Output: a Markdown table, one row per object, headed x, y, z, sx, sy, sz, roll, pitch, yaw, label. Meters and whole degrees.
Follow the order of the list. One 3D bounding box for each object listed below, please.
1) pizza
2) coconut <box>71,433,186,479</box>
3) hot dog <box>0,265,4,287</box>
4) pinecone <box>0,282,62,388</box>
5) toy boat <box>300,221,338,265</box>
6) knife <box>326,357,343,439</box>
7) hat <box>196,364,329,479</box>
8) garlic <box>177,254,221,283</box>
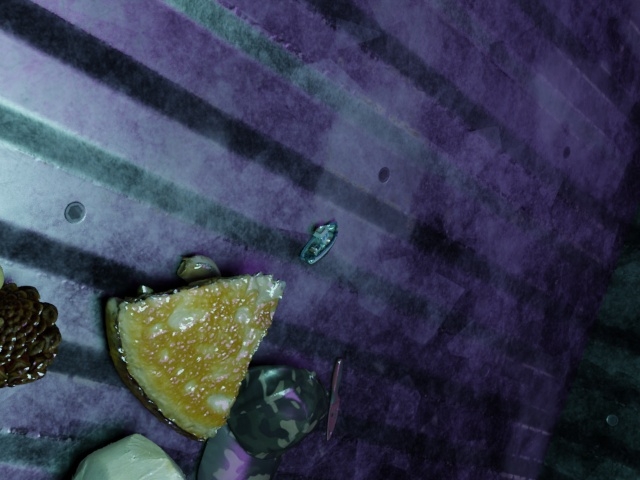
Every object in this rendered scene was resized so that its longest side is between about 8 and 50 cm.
| x | y | z | sx | sy | sz | roll | pitch | yaw | label |
| --- | --- | --- | --- | --- | --- | --- | --- | --- | --- |
| -0.314 | 0.229 | 1.813 | 0.392 | 0.080 | 0.434 | 22 | 93 | -38 | pizza |
| -0.405 | 0.549 | 1.766 | 0.247 | 0.245 | 0.244 | -22 | 116 | -41 | coconut |
| -0.723 | -0.019 | 1.345 | 0.223 | 0.185 | 0.405 | -45 | 128 | -25 | hot dog |
| -0.586 | 0.187 | 1.537 | 0.208 | 0.208 | 0.207 | -13 | 111 | -39 | pinecone |
| 0.000 | 0.000 | 2.089 | 0.140 | 0.059 | 0.066 | -48 | 146 | -25 | toy boat |
| 0.040 | 0.444 | 2.285 | 0.035 | 0.018 | 0.247 | -5 | 108 | -45 | knife |
| -0.126 | 0.513 | 2.037 | 0.366 | 0.257 | 0.381 | 20 | 69 | -41 | hat |
| -0.267 | 0.085 | 1.878 | 0.084 | 0.066 | 0.152 | -34 | 125 | 3 | garlic |
